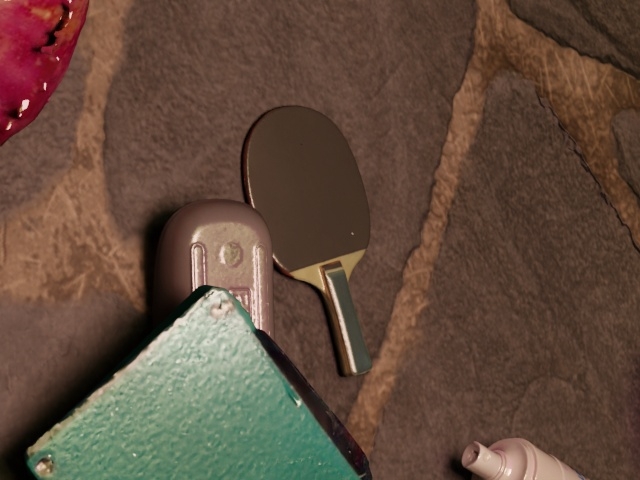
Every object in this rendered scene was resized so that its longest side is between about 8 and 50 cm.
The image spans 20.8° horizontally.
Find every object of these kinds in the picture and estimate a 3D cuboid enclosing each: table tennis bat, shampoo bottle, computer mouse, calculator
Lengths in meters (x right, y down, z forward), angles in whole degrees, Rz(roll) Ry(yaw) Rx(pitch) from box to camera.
[{"bbox_3d":[0.000,0.000,1.711,0.154,0.021,0.274,-16,90,-43],"label":"table tennis bat"},{"bbox_3d":[0.256,0.285,1.841,0.303,0.092,0.092,34,60,-33],"label":"shampoo bottle"},{"bbox_3d":[-0.093,0.079,1.577,0.120,0.057,0.232,-1,87,-33],"label":"computer mouse"},{"bbox_3d":[-0.106,0.202,1.500,0.248,0.058,0.274,-45,113,-19],"label":"calculator"}]

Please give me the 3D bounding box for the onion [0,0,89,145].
[{"bbox_3d":[-0.350,-0.206,1.259,0.358,0.345,0.358,1,88,-30],"label":"onion"}]
